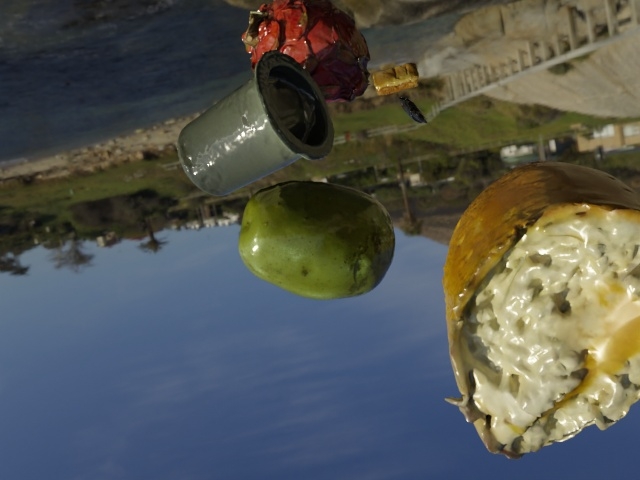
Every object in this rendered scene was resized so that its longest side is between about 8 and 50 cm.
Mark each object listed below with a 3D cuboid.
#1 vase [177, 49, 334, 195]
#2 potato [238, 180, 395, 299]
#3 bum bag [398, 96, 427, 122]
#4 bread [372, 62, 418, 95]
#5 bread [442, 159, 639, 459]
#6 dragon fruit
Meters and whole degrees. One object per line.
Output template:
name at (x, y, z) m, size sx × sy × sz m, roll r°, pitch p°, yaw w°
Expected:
vase at (-0.154, -0.234, 1.440) m, size 0.291 × 0.245 × 0.245 m, roll -22°, pitch -178°, yaw 33°
potato at (0.002, -0.002, 1.210) m, size 0.304 × 0.216 × 0.215 m, roll 17°, pitch 169°, yaw -37°
bum bag at (0.256, -0.360, 1.870) m, size 0.034 × 0.058 × 0.124 m, roll -45°, pitch -142°, yaw 15°
bread at (0.217, -0.461, 1.924) m, size 0.132 × 0.053 × 0.074 m, roll -9°, pitch -126°, yaw 14°
bread at (0.300, 0.054, 0.957) m, size 0.361 × 0.250 × 0.394 m, roll -55°, pitch -170°, yaw 21°
dragon fruit at (-0.033, -0.486, 1.720) m, size 0.342 × 0.278 × 0.277 m, roll 19°, pitch 178°, yaw -19°
